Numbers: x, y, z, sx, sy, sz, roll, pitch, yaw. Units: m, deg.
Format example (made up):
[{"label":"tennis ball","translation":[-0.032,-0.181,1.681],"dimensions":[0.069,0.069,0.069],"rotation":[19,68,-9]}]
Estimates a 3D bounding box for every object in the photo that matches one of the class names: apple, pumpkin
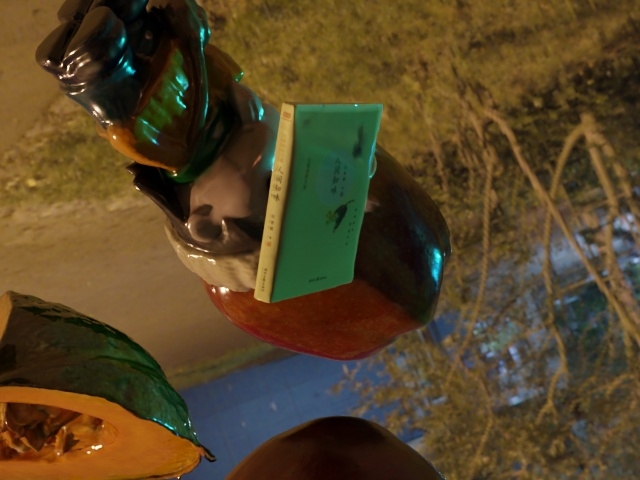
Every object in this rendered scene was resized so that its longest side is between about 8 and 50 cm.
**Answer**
[{"label":"apple","translation":[0.000,0.000,1.162],"dimensions":[0.317,0.288,0.288],"rotation":[30,144,-20]},{"label":"pumpkin","translation":[-0.178,0.118,0.658],"dimensions":[0.163,0.111,0.278],"rotation":[23,142,-24]},{"label":"apple","translation":[-0.013,0.351,0.920],"dimensions":[0.365,0.295,0.329],"rotation":[-51,147,-1]}]

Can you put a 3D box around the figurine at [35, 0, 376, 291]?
[{"label":"figurine","translation":[-0.118,-0.088,0.857],"dimensions":[0.332,0.185,0.204],"rotation":[35,139,-26]}]

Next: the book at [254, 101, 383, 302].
[{"label":"book","translation":[0.000,-0.023,0.513],"dimensions":[0.014,0.110,0.077],"rotation":[21,-160,36]}]
